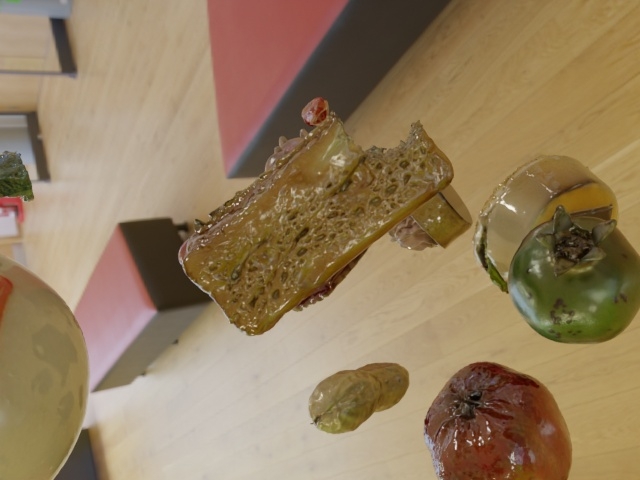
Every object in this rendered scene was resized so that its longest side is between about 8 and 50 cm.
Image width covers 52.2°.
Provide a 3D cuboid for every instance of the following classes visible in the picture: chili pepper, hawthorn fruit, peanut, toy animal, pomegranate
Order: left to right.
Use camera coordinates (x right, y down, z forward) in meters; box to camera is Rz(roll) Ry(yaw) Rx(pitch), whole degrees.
[{"bbox_3d":[-0.066,-0.179,1.701,0.166,0.250,0.154,-20,113,19],"label":"toy animal"},{"bbox_3d":[-0.009,-0.263,1.345,0.050,0.059,0.191,52,180,-6],"label":"chili pepper"},{"bbox_3d":[0.100,0.370,1.581,0.149,0.313,0.149,3,94,42],"label":"peanut"},{"bbox_3d":[0.357,0.407,1.265,0.330,0.287,0.287,52,159,-26],"label":"hawthorn fruit"},{"bbox_3d":[0.337,0.039,0.863,0.182,0.181,0.224,59,179,34],"label":"pomegranate"}]

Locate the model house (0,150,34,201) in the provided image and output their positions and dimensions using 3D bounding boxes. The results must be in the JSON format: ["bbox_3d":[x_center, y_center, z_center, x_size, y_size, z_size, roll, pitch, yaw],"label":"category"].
[{"bbox_3d":[-0.440,-0.080,0.880,0.078,0.083,0.066,41,139,39],"label":"model house"}]

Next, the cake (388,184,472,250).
[{"bbox_3d":[0.238,-0.058,1.536,0.178,0.185,0.208,-38,22,23],"label":"cake"}]

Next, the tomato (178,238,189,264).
[{"bbox_3d":[-0.333,0.019,1.950,0.166,0.174,0.082,23,132,51],"label":"tomato"}]

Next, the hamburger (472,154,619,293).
[{"bbox_3d":[0.443,-0.025,1.301,0.170,0.301,0.302,40,128,54],"label":"hamburger"}]

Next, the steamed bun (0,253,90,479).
[{"bbox_3d":[-0.461,0.161,0.753,0.241,0.374,0.375,113,139,-56],"label":"steamed bun"}]

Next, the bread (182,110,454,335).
[{"bbox_3d":[-0.009,-0.043,0.900,0.185,0.380,0.109,51,-176,-8],"label":"bread"}]

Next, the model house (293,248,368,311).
[{"bbox_3d":[0.000,0.000,1.148,0.160,0.196,0.254,29,135,15],"label":"model house"}]
